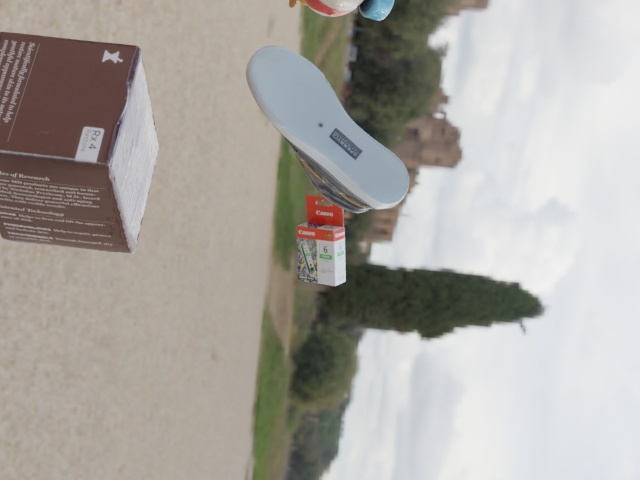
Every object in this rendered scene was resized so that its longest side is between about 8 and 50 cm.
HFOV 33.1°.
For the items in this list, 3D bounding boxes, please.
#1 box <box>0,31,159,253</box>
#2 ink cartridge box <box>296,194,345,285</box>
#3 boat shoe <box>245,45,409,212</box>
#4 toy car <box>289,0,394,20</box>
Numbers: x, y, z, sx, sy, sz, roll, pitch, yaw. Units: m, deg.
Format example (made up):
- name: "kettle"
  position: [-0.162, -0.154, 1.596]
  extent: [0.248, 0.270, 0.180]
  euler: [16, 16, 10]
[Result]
- name: "box"
  position: [-0.294, -0.109, 1.257]
  extent: [0.203, 0.167, 0.168]
  euler: [92, 5, -60]
- name: "ink cartridge box"
  position: [0.000, 0.000, 1.443]
  extent: [0.029, 0.063, 0.115]
  euler: [-22, 114, -53]
- name: "boat shoe"
  position: [-0.006, -0.092, 0.970]
  extent: [0.065, 0.183, 0.083]
  euler: [-49, -169, -20]
- name: "toy car"
  position: [-0.009, -0.493, 2.017]
  extent: [0.238, 0.219, 0.210]
  euler: [-23, -121, 59]
